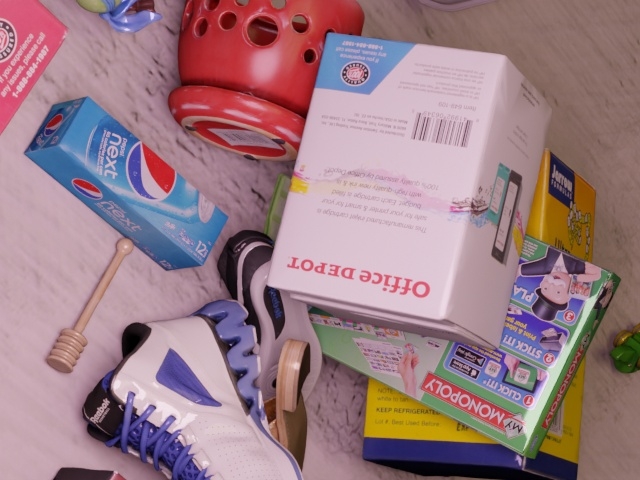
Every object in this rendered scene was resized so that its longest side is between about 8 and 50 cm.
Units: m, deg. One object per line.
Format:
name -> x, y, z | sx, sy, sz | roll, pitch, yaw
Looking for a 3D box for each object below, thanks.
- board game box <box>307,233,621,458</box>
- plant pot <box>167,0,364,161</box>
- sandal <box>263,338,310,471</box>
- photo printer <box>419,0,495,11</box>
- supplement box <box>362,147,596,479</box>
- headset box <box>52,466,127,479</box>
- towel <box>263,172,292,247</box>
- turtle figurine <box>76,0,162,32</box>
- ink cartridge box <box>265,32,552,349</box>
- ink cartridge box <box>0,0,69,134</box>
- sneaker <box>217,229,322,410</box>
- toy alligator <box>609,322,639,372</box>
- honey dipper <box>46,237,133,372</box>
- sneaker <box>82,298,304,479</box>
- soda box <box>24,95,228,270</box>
board game box -> 0.136, 0.071, 1.878 | 0.213, 0.317, 0.046 | -64, 152, 0
plant pot -> -0.065, -0.188, 1.849 | 0.191, 0.191, 0.174 | 26, 74, -35
sandal -> -0.059, 0.194, 1.869 | 0.088, 0.079, 0.240 | -68, 166, -49
photo printer -> 0.245, -0.395, 2.050 | 0.107, 0.307, 0.256 | 46, 61, -25
supplement box -> 0.186, 0.090, 1.987 | 0.195, 0.194, 0.356 | 27, 67, -62
headset box -> -0.207, 0.378, 1.715 | 0.293, 0.110, 0.218 | 47, 59, -26
towel -> 0.000, 0.000, 1.988 | 0.152, 0.023, 0.113 | 26, 68, -35
turtle figurine -> -0.185, -0.379, 1.765 | 0.274, 0.198, 0.266 | 52, 54, -27
ink cartridge box -> 0.096, -0.047, 1.786 | 0.197, 0.198, 0.270 | 29, 73, -65
ink cartridge box -> -0.459, -0.202, 1.537 | 0.385, 0.160, 0.279 | 45, 59, -27
sneaker -> -0.059, 0.080, 1.897 | 0.079, 0.121, 0.216 | -18, 131, -20
toy alligator -> 0.445, 0.143, 2.329 | 0.190, 0.056, 0.051 | -18, 139, -41
honey dipper -> -0.233, 0.063, 1.786 | 0.030, 0.030, 0.160 | 43, 56, -28
sneaker -> -0.140, 0.203, 1.756 | 0.182, 0.127, 0.315 | -1, 54, -27
soda box -> -0.198, -0.056, 1.797 | 0.210, 0.071, 0.067 | 41, 61, -29
